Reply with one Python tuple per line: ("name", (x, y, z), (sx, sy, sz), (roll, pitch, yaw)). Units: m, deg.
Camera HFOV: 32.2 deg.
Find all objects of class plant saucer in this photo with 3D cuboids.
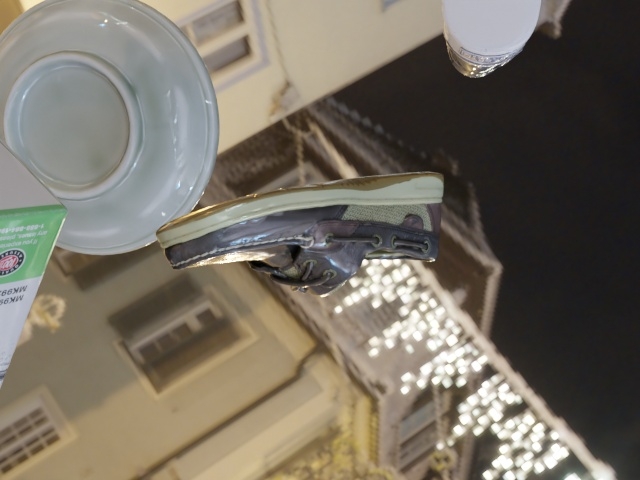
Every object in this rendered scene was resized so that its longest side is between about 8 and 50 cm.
("plant saucer", (-0.353, -0.170, 1.647), (0.400, 0.400, 0.100), (59, 17, 0))

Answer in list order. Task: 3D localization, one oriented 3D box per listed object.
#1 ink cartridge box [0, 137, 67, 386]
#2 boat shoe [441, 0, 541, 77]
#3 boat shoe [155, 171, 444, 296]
("ink cartridge box", (-0.355, 0.068, 0.884), (0.121, 0.211, 0.289), (41, -60, 27))
("boat shoe", (0.157, -0.288, 0.948), (0.102, 0.108, 0.301), (89, 8, -83))
("boat shoe", (0.000, 0.000, 0.727), (0.080, 0.224, 0.073), (-12, -90, 51))
